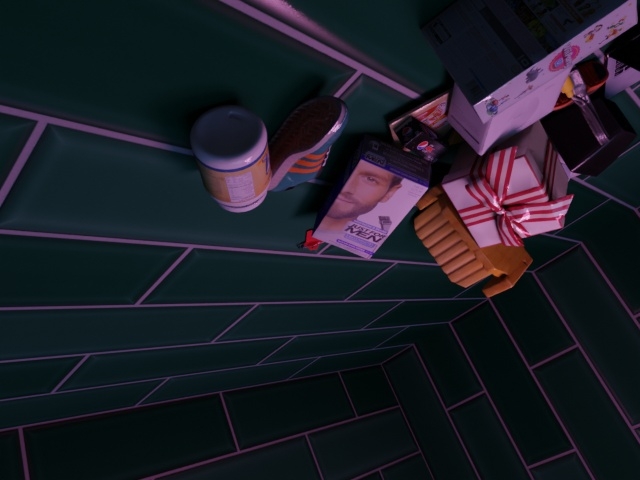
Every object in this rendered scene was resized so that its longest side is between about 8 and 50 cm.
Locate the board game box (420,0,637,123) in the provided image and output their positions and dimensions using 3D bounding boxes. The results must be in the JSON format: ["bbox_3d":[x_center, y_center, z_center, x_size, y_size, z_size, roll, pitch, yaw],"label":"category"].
[{"bbox_3d":[0.374,-0.399,0.985,0.304,0.223,0.098,-33,153,21],"label":"board game box"}]

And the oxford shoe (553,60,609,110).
[{"bbox_3d":[0.630,-0.381,1.411,0.272,0.096,0.098,-20,162,-8],"label":"oxford shoe"}]

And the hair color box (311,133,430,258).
[{"bbox_3d":[0.124,-0.103,1.401,0.185,0.110,0.338,21,139,-10],"label":"hair color box"}]

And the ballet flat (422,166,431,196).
[{"bbox_3d":[0.295,-0.172,1.577,0.053,0.057,0.168,-13,155,-1],"label":"ballet flat"}]

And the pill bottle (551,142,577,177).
[{"bbox_3d":[0.784,-0.260,1.744,0.230,0.131,0.131,-20,155,-9],"label":"pill bottle"}]

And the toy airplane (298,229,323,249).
[{"bbox_3d":[0.000,0.000,1.684,0.151,0.028,0.151,-20,157,-9],"label":"toy airplane"}]

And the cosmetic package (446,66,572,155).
[{"bbox_3d":[0.425,-0.351,1.195,0.224,0.138,0.224,-32,158,-9],"label":"cosmetic package"}]

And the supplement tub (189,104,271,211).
[{"bbox_3d":[-0.174,-0.158,1.070,0.145,0.144,0.199,-19,156,-11],"label":"supplement tub"}]

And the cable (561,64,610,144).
[{"bbox_3d":[0.627,-0.356,1.319,0.072,0.139,0.287,-28,124,24],"label":"cable"}]

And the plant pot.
[{"bbox_3d":[0.804,-0.315,1.564,0.188,0.187,0.167,0,152,-41],"label":"plant pot"}]

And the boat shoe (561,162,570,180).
[{"bbox_3d":[0.597,-0.198,1.614,0.307,0.105,0.113,-13,114,-9],"label":"boat shoe"}]

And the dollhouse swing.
[{"bbox_3d":[0.405,0.020,1.641,0.305,0.346,0.315,-40,173,39],"label":"dollhouse swing"}]

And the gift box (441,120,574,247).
[{"bbox_3d":[0.490,-0.154,1.357,0.277,0.255,0.258,-24,-156,43],"label":"gift box"}]

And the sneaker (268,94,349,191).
[{"bbox_3d":[-0.029,-0.206,1.164,0.121,0.108,0.302,1,154,-44],"label":"sneaker"}]

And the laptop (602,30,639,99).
[{"bbox_3d":[0.967,-0.481,1.340,0.382,0.236,0.408,-31,155,15],"label":"laptop"}]

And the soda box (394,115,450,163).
[{"bbox_3d":[0.255,-0.247,1.313,0.060,0.053,0.169,-38,153,26],"label":"soda box"}]

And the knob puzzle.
[{"bbox_3d":[0.261,-0.292,1.331,0.213,0.029,0.213,-20,155,-10],"label":"knob puzzle"}]

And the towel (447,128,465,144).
[{"bbox_3d":[0.466,-0.329,1.456,0.238,0.021,0.102,-18,151,-13],"label":"towel"}]
